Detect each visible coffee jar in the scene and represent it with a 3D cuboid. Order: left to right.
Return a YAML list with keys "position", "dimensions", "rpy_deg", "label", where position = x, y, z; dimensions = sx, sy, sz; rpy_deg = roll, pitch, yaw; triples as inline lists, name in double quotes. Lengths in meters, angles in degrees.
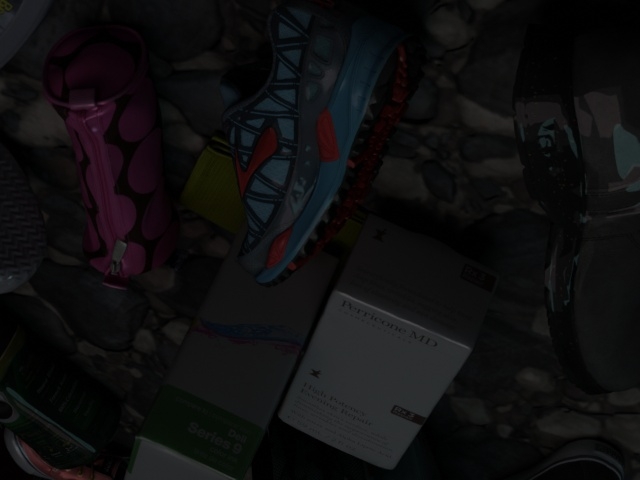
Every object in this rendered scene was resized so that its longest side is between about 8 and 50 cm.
- position: [-0.297, 0.150, 1.425]
  dimensions: [0.096, 0.079, 0.184]
  rpy_deg: [-21, 125, 44]
  label: "coffee jar"

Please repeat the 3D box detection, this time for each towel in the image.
- position: [0.000, 0.000, 1.147]
  dimensions: [0.237, 0.021, 0.102]
  rpy_deg: [29, 141, -5]
  label: "towel"

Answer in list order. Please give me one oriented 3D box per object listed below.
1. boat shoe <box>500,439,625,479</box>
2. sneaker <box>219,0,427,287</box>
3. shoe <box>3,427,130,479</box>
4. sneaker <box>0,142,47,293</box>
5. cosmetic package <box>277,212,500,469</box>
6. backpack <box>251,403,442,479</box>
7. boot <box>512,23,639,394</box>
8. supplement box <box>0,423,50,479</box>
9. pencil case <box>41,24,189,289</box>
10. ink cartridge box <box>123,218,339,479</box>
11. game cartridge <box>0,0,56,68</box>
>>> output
- position: [0.202, 0.262, 1.301]
  dimensions: [0.080, 0.076, 0.228]
  rpy_deg: [32, 141, -9]
  label: "boat shoe"
- position: [-0.018, -0.078, 1.023]
  dimensions: [0.125, 0.104, 0.262]
  rpy_deg: [37, 134, 11]
  label: "sneaker"
- position: [-0.255, 0.239, 1.524]
  dimensions: [0.081, 0.063, 0.178]
  rpy_deg: [-15, 133, 37]
  label: "shoe"
- position: [-0.410, -0.043, 1.223]
  dimensions: [0.366, 0.137, 0.210]
  rpy_deg: [32, 142, -1]
  label: "sneaker"
- position: [0.049, 0.089, 1.144]
  dimensions: [0.117, 0.085, 0.231]
  rpy_deg: [24, 147, 2]
  label: "cosmetic package"
- position: [0.031, 0.288, 1.282]
  dimensions: [0.191, 0.253, 0.225]
  rpy_deg: [-8, 134, 7]
  label: "backpack"
- position: [0.262, -0.008, 0.937]
  dimensions: [0.222, 0.118, 0.338]
  rpy_deg: [0, 140, 20]
  label: "boot"
- position: [-0.401, 0.262, 1.518]
  dimensions: [0.129, 0.191, 0.194]
  rpy_deg: [4, 138, 23]
  label: "supplement box"
- position: [-0.160, -0.062, 1.097]
  dimensions: [0.095, 0.098, 0.209]
  rpy_deg: [11, 139, 16]
  label: "pencil case"
- position: [-0.074, 0.111, 1.146]
  dimensions: [0.093, 0.212, 0.154]
  rpy_deg: [23, 150, 0]
  label: "ink cartridge box"
- position: [-0.295, -0.209, 1.035]
  dimensions: [0.196, 0.060, 0.294]
  rpy_deg: [36, 140, -21]
  label: "game cartridge"
